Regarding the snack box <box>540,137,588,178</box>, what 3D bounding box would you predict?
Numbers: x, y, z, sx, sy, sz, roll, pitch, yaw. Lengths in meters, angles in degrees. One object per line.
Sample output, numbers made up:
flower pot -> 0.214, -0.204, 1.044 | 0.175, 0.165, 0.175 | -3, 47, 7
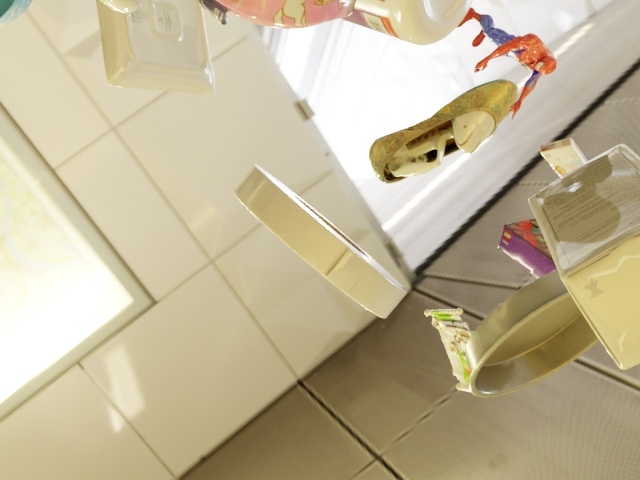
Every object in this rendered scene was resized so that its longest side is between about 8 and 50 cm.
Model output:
snack box -> 0.515, -0.155, 1.681 | 0.064, 0.178, 0.022 | -13, -120, 32

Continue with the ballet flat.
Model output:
ballet flat -> 0.261, -0.213, 1.707 | 0.348, 0.123, 0.123 | -23, -159, 22

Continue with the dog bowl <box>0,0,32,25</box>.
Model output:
dog bowl -> -0.427, -0.410, 1.030 | 0.166, 0.297, 0.074 | 10, -173, 6

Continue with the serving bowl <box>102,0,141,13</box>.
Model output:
serving bowl -> -0.273, -0.318, 1.050 | 0.027, 0.083, 0.083 | -54, -162, 4

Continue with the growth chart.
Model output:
growth chart -> 0.347, 0.270, 1.994 | 0.021, 0.237, 0.172 | -21, 179, -27

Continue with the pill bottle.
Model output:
pill bottle -> 0.063, -0.415, 1.210 | 0.323, 0.181, 0.181 | 31, -118, 36

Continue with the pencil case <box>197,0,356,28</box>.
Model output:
pencil case -> -0.015, -0.368, 0.653 | 0.167, 0.386, 0.160 | -7, -136, -27

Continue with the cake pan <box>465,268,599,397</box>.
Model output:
cake pan -> 0.343, 0.136, 1.254 | 0.293, 0.293, 0.054 | -33, -122, 3

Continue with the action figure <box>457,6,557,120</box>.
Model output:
action figure -> 0.311, -0.316, 1.444 | 0.139, 0.091, 0.280 | -51, -148, 6

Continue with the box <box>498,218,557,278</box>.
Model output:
box -> 0.495, 0.046, 1.483 | 0.201, 0.057, 0.293 | -10, -146, -28

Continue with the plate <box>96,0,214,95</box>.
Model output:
plate -> -0.328, -0.444, 1.666 | 0.045, 0.277, 0.278 | -10, 177, 40

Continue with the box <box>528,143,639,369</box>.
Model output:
box -> 0.338, 0.002, 0.914 | 0.148, 0.121, 0.311 | -31, -169, 17

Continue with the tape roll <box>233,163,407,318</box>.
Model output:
tape roll -> 0.000, 0.000, 1.575 | 0.072, 0.392, 0.392 | -50, -162, 3
